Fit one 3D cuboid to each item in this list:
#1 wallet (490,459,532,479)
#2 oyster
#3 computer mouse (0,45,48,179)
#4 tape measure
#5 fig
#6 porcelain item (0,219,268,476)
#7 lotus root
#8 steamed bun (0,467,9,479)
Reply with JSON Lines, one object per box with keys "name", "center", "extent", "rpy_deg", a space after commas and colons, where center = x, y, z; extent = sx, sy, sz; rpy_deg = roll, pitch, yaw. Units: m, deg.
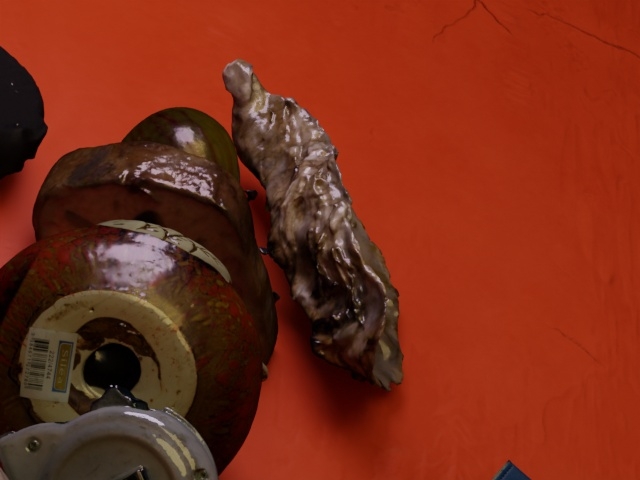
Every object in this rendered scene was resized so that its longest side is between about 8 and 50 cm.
{"name": "wallet", "center": [0.215, 0.305, 1.481], "extent": [0.202, 0.059, 0.141], "rpy_deg": [41, 41, 11]}
{"name": "oyster", "center": [0.004, 0.003, 1.624], "extent": [0.204, 0.111, 0.396], "rpy_deg": [58, 8, -52]}
{"name": "computer mouse", "center": [-0.407, -0.165, 1.534], "extent": [0.323, 0.116, 0.183], "rpy_deg": [38, 37, -2]}
{"name": "tape measure", "center": [-0.118, 0.269, 1.178], "extent": [0.330, 0.164, 0.084], "rpy_deg": [65, 9, 11]}
{"name": "fig", "center": [-0.114, -0.019, 1.587], "extent": [0.124, 0.124, 0.236], "rpy_deg": [-16, 72, -43]}
{"name": "porcelain item", "center": [-0.168, 0.105, 1.354], "extent": [0.253, 0.253, 0.253], "rpy_deg": [18, 40, -16]}
{"name": "lotus root", "center": [-0.138, -0.001, 1.504], "extent": [0.260, 0.170, 0.074], "rpy_deg": [25, 35, -1]}
{"name": "steamed bun", "center": [-0.321, 0.232, 1.134], "extent": [0.231, 0.145, 0.232], "rpy_deg": [7, 43, -7]}
